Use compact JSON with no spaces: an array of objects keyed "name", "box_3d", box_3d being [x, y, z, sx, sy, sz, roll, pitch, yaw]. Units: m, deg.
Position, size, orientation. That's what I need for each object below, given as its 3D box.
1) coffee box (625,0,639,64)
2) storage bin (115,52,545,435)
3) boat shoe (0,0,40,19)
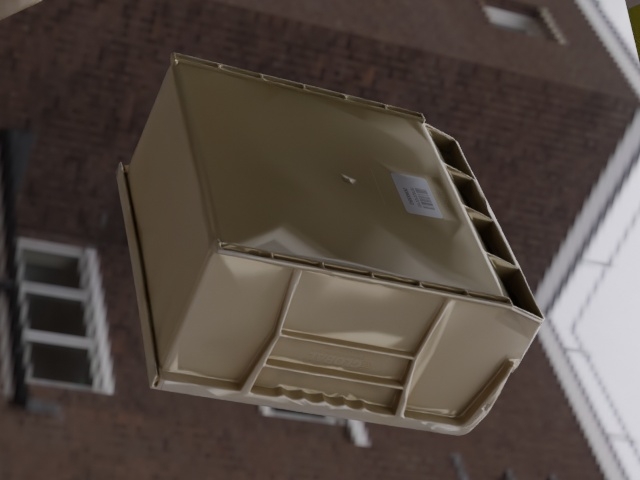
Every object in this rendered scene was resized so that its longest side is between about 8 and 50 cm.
[{"name":"coffee box","box_3d":[0.416,-0.171,1.009,0.338,0.337,0.334,-20,-110,30]},{"name":"storage bin","box_3d":[0.000,0.000,1.152,0.262,0.260,0.123,-108,-144,-52]},{"name":"boat shoe","box_3d":[-0.312,-0.148,1.130,0.302,0.098,0.109,-25,-167,40]}]
